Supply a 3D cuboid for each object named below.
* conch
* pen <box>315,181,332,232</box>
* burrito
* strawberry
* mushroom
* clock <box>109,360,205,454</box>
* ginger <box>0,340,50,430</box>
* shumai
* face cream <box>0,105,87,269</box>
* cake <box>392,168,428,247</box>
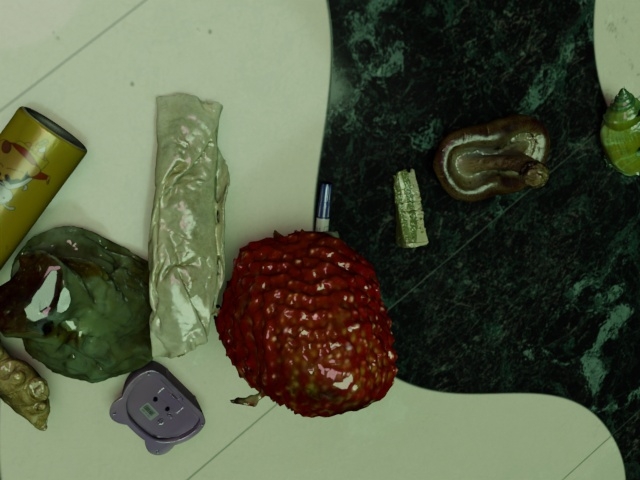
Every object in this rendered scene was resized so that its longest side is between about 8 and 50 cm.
[{"bbox_3d":[0.586,-0.209,1.180,0.094,0.079,0.201,-13,119,4],"label":"conch"},{"bbox_3d":[0.000,0.000,1.060,0.025,0.025,0.204,1,104,-19],"label":"pen"},{"bbox_3d":[-0.197,-0.021,0.917,0.117,0.076,0.392,2,88,-6],"label":"burrito"},{"bbox_3d":[-0.035,0.135,0.906,0.292,0.343,0.292,2,107,5],"label":"strawberry"},{"bbox_3d":[0.331,-0.128,1.030,0.226,0.217,0.148,-23,111,-12],"label":"mushroom"},{"bbox_3d":[-0.275,0.280,1.031,0.110,0.050,0.153,-39,114,-5],"label":"clock"},{"bbox_3d":[-0.454,0.181,0.886,0.059,0.133,0.214,-46,152,-40],"label":"ginger"},{"bbox_3d":[-0.338,0.121,0.883,0.272,0.203,0.222,41,91,-28],"label":"shumai"},{"bbox_3d":[-0.468,-0.016,0.848,0.105,0.105,0.349,37,92,-24],"label":"face cream"},{"bbox_3d":[0.154,-0.056,1.097,0.051,0.055,0.140,-9,91,-15],"label":"cake"}]
